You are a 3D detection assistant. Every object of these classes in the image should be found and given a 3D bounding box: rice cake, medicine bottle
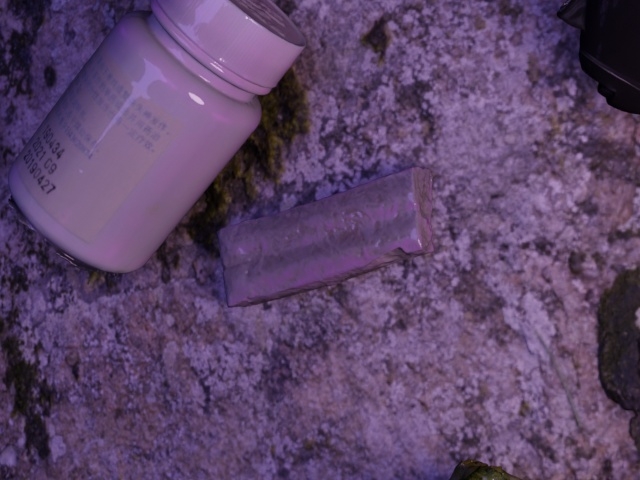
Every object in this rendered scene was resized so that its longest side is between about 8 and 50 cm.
[{"bbox_3d":[0.002,0.001,1.500,0.298,0.050,0.106,-17,76,29],"label":"rice cake"},{"bbox_3d":[-0.203,-0.153,1.552,0.379,0.213,0.213,-48,62,17],"label":"medicine bottle"}]

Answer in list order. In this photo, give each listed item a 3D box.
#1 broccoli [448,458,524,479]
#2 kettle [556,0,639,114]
[{"bbox_3d":[0.171,0.347,1.238,0.304,0.283,0.321,16,127,-5],"label":"broccoli"},{"bbox_3d":[0.392,-0.240,1.222,0.268,0.207,0.290,29,106,3],"label":"kettle"}]
